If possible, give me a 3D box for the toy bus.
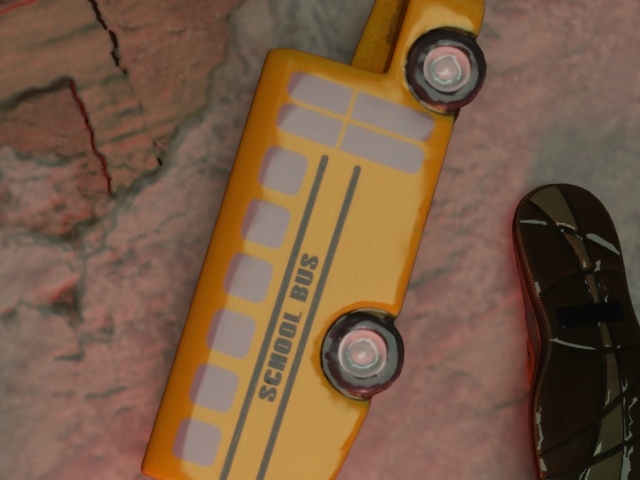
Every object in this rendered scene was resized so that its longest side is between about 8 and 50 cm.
[{"bbox_3d":[0.000,0.000,1.065,0.130,0.108,0.333,17,81,-3],"label":"toy bus"}]

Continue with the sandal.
[{"bbox_3d":[0.159,0.072,1.103,0.090,0.060,0.219,-5,69,-13],"label":"sandal"}]
